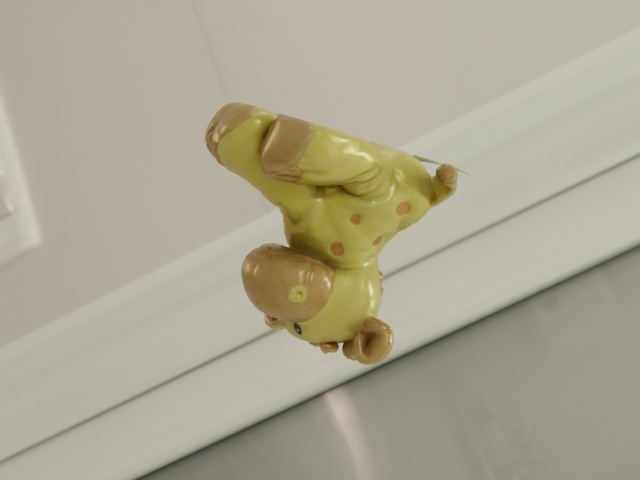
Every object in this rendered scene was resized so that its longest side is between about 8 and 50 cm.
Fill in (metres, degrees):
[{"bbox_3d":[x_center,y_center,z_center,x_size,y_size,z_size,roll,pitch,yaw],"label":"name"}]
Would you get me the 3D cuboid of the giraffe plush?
[{"bbox_3d":[0.000,0.000,1.067,0.210,0.171,0.181,15,4,-15],"label":"giraffe plush"}]
